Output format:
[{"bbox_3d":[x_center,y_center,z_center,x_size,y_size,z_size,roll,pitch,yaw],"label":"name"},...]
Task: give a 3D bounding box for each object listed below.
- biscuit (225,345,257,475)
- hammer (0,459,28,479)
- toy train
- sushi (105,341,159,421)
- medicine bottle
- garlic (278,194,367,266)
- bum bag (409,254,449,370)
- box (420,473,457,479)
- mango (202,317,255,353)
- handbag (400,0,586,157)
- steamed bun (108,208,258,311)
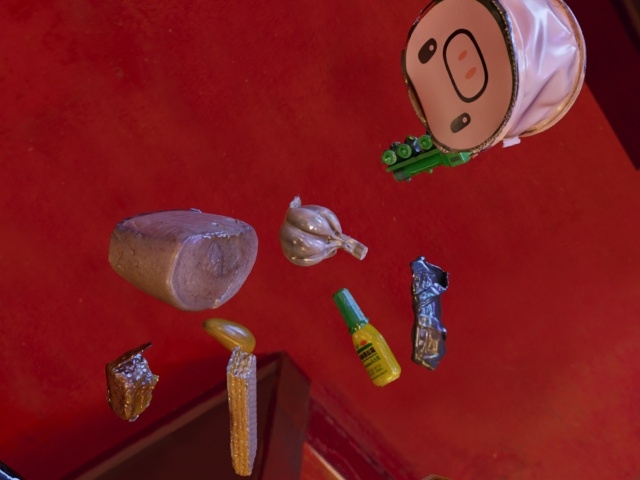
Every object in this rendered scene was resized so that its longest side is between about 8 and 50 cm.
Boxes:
[{"bbox_3d":[-0.191,0.430,1.578,0.054,0.094,0.379,6,122,5],"label":"biscuit"},{"bbox_3d":[-0.210,0.217,0.510,0.178,0.065,0.021,42,99,-14],"label":"hammer"},{"bbox_3d":[0.276,-0.230,1.695,0.251,0.085,0.119,-19,109,44],"label":"toy train"},{"bbox_3d":[-0.610,0.457,2.069,0.166,0.179,0.297,12,116,31],"label":"sushi"},{"bbox_3d":[0.130,0.281,1.881,0.111,0.076,0.309,-41,72,39],"label":"medicine bottle"},{"bbox_3d":[0.000,0.000,1.320,0.194,0.127,0.131,29,118,9],"label":"garlic"},{"bbox_3d":[0.312,0.204,1.804,0.142,0.079,0.327,-1,88,-35],"label":"bum bag"},{"bbox_3d":[0.217,0.543,1.225,0.174,0.274,0.076,0,92,41],"label":"box"},{"bbox_3d":[-0.278,0.290,1.969,0.184,0.085,0.102,40,152,-28],"label":"mango"},{"bbox_3d":[0.196,-0.206,0.746,0.179,0.116,0.205,-39,67,50],"label":"handbag"},{"bbox_3d":[-0.294,0.046,1.391,0.251,0.301,0.199,12,103,29],"label":"steamed bun"}]
